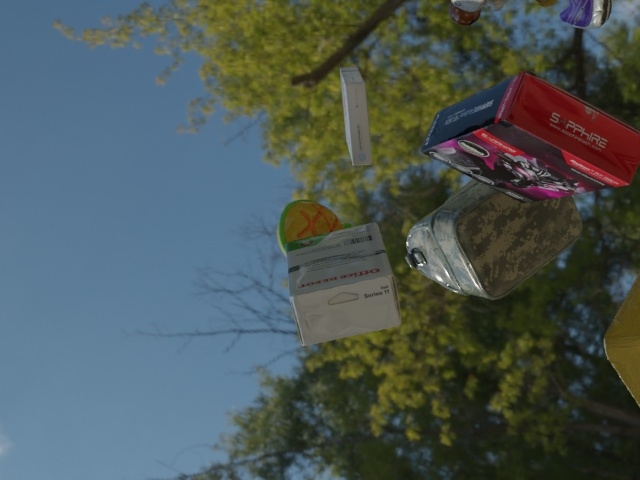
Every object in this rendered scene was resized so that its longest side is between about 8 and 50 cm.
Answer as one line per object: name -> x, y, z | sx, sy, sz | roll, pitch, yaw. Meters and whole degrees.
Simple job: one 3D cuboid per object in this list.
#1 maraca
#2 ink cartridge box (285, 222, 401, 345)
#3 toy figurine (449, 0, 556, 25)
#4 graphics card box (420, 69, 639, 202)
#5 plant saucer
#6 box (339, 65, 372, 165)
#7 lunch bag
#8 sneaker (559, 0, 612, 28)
maraca -> 0.000, 0.000, 1.639 | 0.185, 0.099, 0.127 | 23, -114, -38
ink cartridge box -> 0.031, 0.061, 1.426 | 0.208, 0.153, 0.087 | -97, -6, -68
toy figurine -> 0.256, -0.438, 1.437 | 0.213, 0.210, 0.148 | -21, -15, -9
graphics card box -> 0.339, -0.160, 1.594 | 0.232, 0.371, 0.094 | 25, -97, -13
plant saucer -> 0.605, 0.206, 1.507 | 0.333, 0.081, 0.332 | 56, -141, -5
box -> 0.063, -0.227, 1.717 | 0.186, 0.038, 0.145 | -99, 3, -70
lunch bag -> 0.348, -0.032, 1.984 | 0.305, 0.256, 0.213 | -35, -72, -20
sneaker -> 0.306, -0.331, 1.119 | 0.068, 0.071, 0.170 | -44, -42, -53
